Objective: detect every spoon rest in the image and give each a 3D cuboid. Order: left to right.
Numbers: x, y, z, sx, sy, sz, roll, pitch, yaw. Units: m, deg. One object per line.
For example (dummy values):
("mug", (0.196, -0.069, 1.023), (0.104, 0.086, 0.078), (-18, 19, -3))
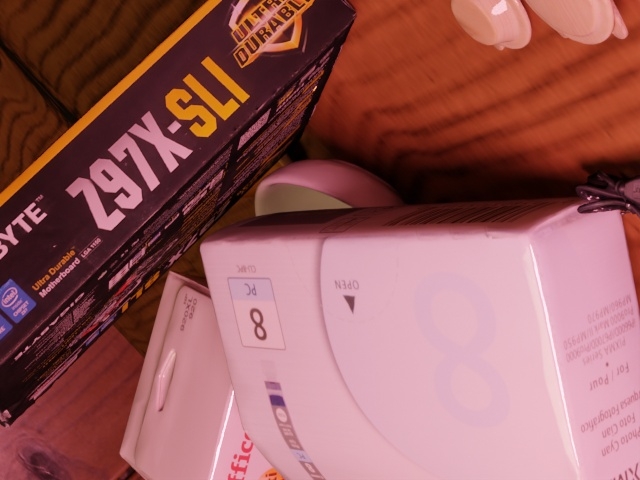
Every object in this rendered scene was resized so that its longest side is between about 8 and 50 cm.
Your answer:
("spoon rest", (0.000, 0.000, 1.075), (0.137, 0.084, 0.276), (30, 168, -7))

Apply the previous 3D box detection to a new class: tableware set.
("tableware set", (0.073, -0.148, 0.655), (0.141, 0.020, 0.168), (52, 164, -16))

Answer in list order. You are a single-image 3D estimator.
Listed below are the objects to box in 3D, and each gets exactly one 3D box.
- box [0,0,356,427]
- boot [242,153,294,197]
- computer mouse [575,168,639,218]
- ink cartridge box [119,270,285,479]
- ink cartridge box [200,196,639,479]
("box", (-0.125, -0.025, 0.910), (0.079, 0.322, 0.257), (44, 165, 1))
("boot", (-0.155, -0.025, 1.194), (0.104, 0.211, 0.295), (52, 163, -23))
("computer mouse", (0.216, 0.038, 0.721), (0.193, 0.042, 0.106), (55, 158, -13))
("ink cartridge box", (-0.018, 0.141, 1.153), (0.232, 0.171, 0.168), (13, -177, -31))
("ink cartridge box", (0.079, 0.168, 0.885), (0.308, 0.091, 0.385), (-2, 103, 49))
